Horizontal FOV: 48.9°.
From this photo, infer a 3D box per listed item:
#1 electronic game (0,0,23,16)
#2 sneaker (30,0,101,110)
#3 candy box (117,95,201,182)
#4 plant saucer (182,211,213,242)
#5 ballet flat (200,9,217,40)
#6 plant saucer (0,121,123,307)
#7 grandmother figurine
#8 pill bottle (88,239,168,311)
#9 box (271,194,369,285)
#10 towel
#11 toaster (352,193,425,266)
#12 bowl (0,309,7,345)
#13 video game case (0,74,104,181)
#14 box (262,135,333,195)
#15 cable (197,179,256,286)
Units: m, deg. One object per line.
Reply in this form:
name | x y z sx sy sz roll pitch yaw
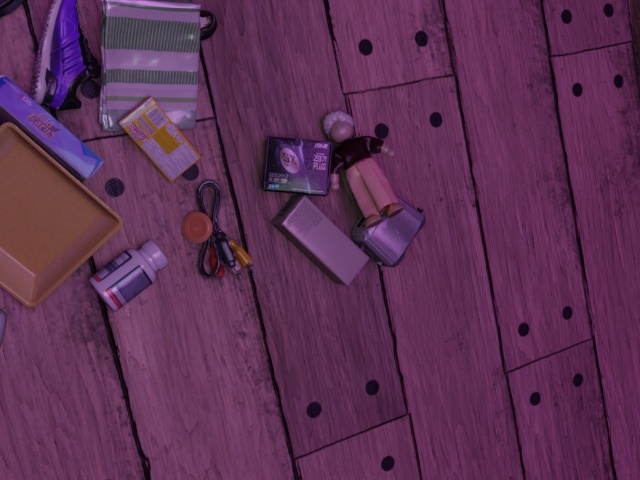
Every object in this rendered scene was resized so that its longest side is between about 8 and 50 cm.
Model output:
electronic game | -0.768 -0.611 1.577 0.229 0.048 0.229 -18 130 -23
sneaker | -0.596 -0.451 1.688 0.146 0.102 0.293 11 92 -29
candy box | -0.405 -0.255 1.785 0.105 0.027 0.206 -38 121 -2
plant saucer | -0.325 -0.034 1.851 0.084 0.013 0.083 0 91 11
ballet flat | -0.390 -0.533 1.775 0.281 0.096 0.095 -25 101 -22
plant saucer | -0.678 -0.060 1.616 0.333 0.081 0.333 -40 112 13
grandmother figurine | 0.112 -0.215 1.974 0.208 0.104 0.342 -27 80 -10
pill bottle | -0.475 0.083 1.759 0.180 0.108 0.108 -39 108 -18
box | 0.000 0.000 1.987 0.275 0.094 0.113 45 75 -21
towel | -0.416 -0.426 1.727 0.248 0.038 0.324 -6 121 -25
toaster | 0.201 -0.043 2.062 0.146 0.129 0.227 38 80 -20
bowl | -0.814 0.218 1.637 0.142 0.053 0.141 15 85 -24
video game case | -0.632 -0.240 1.593 0.269 0.244 0.061 44 71 -21
box | -0.063 -0.201 1.924 0.180 0.077 0.147 6 90 -3
cable | -0.285 -0.014 1.889 0.140 0.072 0.287 -22 89 -2
